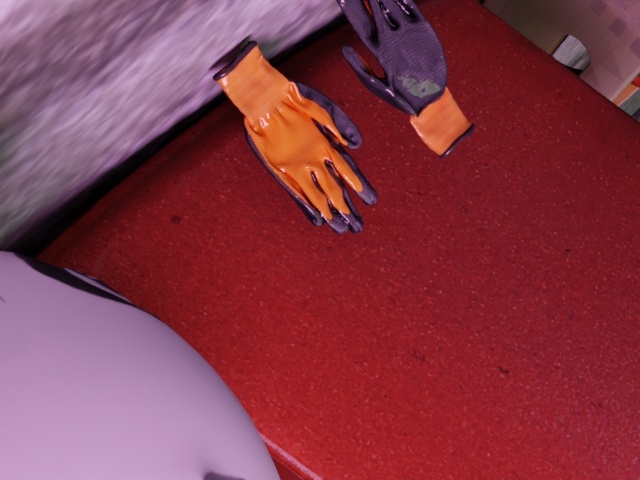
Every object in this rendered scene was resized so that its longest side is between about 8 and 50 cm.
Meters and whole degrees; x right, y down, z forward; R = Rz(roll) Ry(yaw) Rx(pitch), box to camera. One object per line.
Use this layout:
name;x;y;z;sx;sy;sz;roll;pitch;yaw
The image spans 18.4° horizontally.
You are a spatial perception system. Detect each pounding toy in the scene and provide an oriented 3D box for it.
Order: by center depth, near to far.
pounding toy;0.177;-0.138;1.029;0.206;0.094;0.181;-40;173;-26

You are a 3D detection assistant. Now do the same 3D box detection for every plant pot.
plant pot;0.030;0.061;0.784;0.236;0.267;0.267;-54;-179;-31

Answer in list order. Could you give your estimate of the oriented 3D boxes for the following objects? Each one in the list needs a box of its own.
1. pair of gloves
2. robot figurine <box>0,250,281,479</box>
pair of gloves;0.011;-0.048;0.662;0.083;0.074;0.010;-41;-165;-26
robot figurine;-0.116;0.115;0.505;0.209;0.173;0.278;-52;-178;-40
